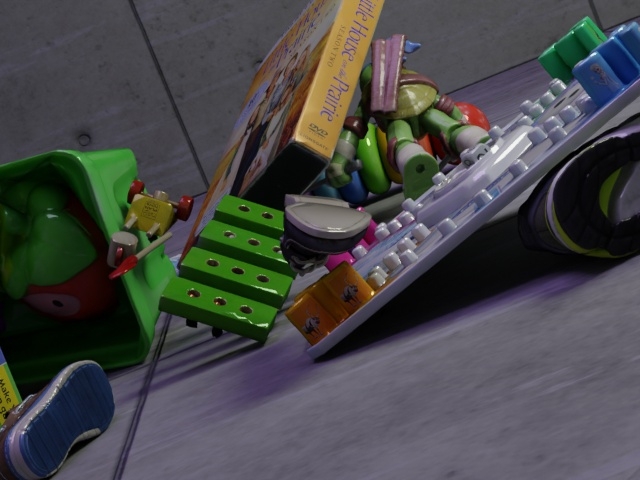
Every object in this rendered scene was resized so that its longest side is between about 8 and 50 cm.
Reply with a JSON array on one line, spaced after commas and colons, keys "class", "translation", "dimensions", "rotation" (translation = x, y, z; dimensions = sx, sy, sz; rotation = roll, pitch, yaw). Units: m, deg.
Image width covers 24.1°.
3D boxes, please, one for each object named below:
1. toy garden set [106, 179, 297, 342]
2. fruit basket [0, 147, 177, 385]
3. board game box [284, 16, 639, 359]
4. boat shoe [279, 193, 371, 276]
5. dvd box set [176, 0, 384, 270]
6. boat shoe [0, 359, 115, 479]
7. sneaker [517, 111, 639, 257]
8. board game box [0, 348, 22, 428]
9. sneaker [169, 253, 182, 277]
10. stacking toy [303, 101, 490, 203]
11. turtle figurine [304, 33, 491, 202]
[{"class": "toy garden set", "translation": [-0.127, 0.023, 1.535], "dimensions": [0.204, 0.049, 0.244], "rotation": [17, 27, 4]}, {"class": "fruit basket", "translation": [-0.382, 0.037, 1.610], "dimensions": [0.392, 0.282, 0.392], "rotation": [-17, 13, 4]}, {"class": "board game box", "translation": [0.137, -0.069, 1.404], "dimensions": [0.390, 0.050, 0.390], "rotation": [-40, 5, 8]}, {"class": "boat shoe", "translation": [0.000, 0.000, 1.317], "dimensions": [0.075, 0.065, 0.206], "rotation": [6, 7, -7]}, {"class": "dvd box set", "translation": [-0.039, -0.172, 1.961], "dimensions": [0.307, 0.062, 0.420], "rotation": [-44, 20, 45]}, {"class": "boat shoe", "translation": [-0.239, 0.156, 1.295], "dimensions": [0.066, 0.066, 0.183], "rotation": [-21, 7, 20]}, {"class": "sneaker", "translation": [0.284, -0.072, 1.266], "dimensions": [0.300, 0.111, 0.121], "rotation": [-24, 4, -26]}, {"class": "board game box", "translation": [-0.387, 0.080, 1.291], "dimensions": [0.046, 0.317, 0.213], "rotation": [-13, 12, 41]}, {"class": "sneaker", "translation": [-0.232, 0.059, 1.985], "dimensions": [0.162, 0.063, 0.073], "rotation": [-17, 13, 38]}, {"class": "stacking toy", "translation": [0.080, -0.121, 2.136], "dimensions": [0.330, 0.141, 0.141], "rotation": [-16, 9, 12]}, {"class": "turtle figurine", "translation": [0.117, -0.101, 1.902], "dimensions": [0.198, 0.274, 0.266], "rotation": [18, 16, -27]}]
